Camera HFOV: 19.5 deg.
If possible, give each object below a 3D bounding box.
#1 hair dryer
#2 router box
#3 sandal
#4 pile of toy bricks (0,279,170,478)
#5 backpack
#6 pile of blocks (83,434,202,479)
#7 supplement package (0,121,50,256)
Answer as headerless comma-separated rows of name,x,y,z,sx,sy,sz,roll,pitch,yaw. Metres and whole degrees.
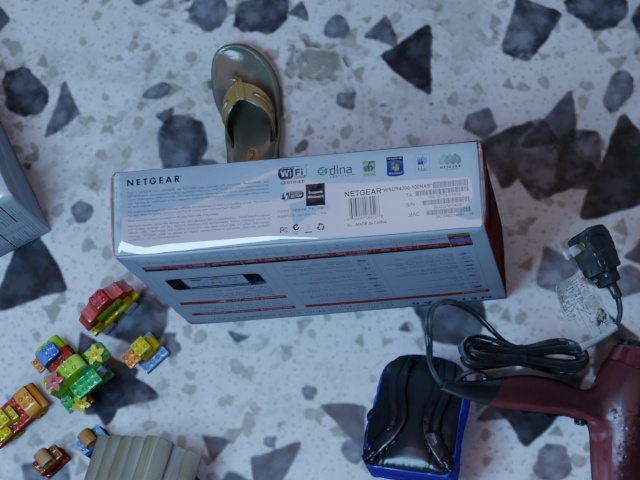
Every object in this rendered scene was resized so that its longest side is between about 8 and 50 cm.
hair dryer,0.236,0.151,1.777,0.224,0.080,0.293,-30,94,-11
router box,0.000,0.000,1.769,0.336,0.301,0.082,-5,75,8
sandal,-0.077,-0.126,1.946,0.072,0.049,0.180,-8,74,7
pile of toy bricks,-0.250,0.142,1.875,0.212,0.105,0.118,-43,73,-3
backpack,0.095,0.175,1.811,0.098,0.101,0.120,7,73,9
pile of blocks,-0.165,0.356,1.782,0.149,0.113,0.362,-31,45,36
supplement package,-0.426,-0.063,1.936,0.203,0.149,0.194,-27,73,1
